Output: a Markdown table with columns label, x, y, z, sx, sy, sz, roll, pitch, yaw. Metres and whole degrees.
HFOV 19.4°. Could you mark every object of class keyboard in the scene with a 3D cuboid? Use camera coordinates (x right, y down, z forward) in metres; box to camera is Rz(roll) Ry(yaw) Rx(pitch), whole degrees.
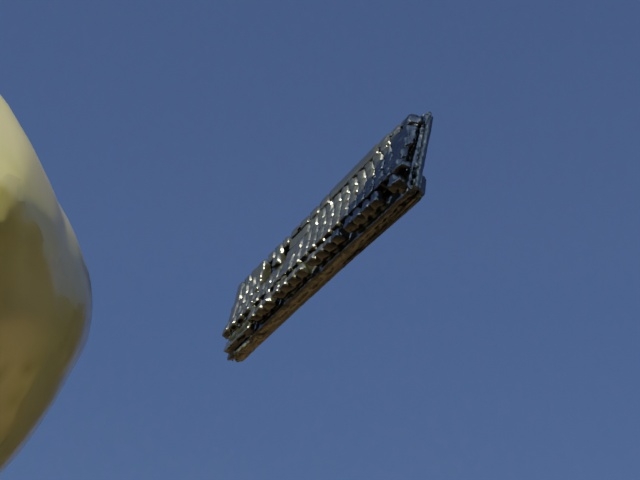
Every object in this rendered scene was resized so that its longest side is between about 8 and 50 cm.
| label | x | y | z | sx | sy | sz | roll | pitch | yaw |
| --- | --- | --- | --- | --- | --- | --- | --- | --- | --- |
| keyboard | -0.001 | 0.000 | 1.202 | 0.023 | 0.072 | 0.231 | 27 | -42 | -18 |

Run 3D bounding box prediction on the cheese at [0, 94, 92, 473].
| label | x | y | z | sx | sy | sz | roll | pitch | yaw |
| --- | --- | --- | --- | --- | --- | --- | --- | --- | --- |
| cheese | -0.213 | -0.062 | 0.427 | 0.328 | 0.129 | 0.351 | 14 | -33 | 42 |
